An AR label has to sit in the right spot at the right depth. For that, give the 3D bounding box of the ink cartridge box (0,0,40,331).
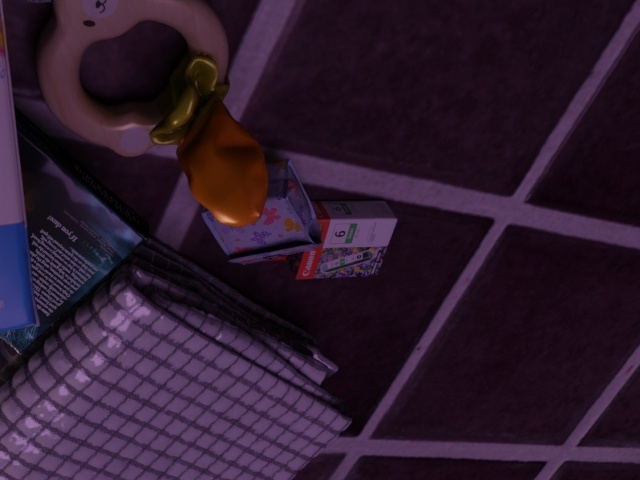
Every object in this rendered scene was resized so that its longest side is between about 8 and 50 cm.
[{"bbox_3d":[-0.245,-0.075,0.498,0.171,0.168,0.232,-7,103,-23],"label":"ink cartridge box"}]

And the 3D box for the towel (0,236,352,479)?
[{"bbox_3d":[-0.138,0.134,0.833,0.235,0.121,0.284,-46,135,10],"label":"towel"}]

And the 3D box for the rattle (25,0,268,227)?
[{"bbox_3d":[-0.124,-0.104,0.620,0.130,0.142,0.199,-16,143,12],"label":"rattle"}]

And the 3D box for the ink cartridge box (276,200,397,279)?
[{"bbox_3d":[0.000,0.000,0.846,0.115,0.029,0.062,-2,128,-26],"label":"ink cartridge box"}]

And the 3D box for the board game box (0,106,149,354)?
[{"bbox_3d":[-0.221,-0.025,0.664,0.126,0.026,0.186,-41,112,13],"label":"board game box"}]

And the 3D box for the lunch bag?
[{"bbox_3d":[-0.042,-0.014,0.785,0.071,0.053,0.083,-10,140,13],"label":"lunch bag"}]
